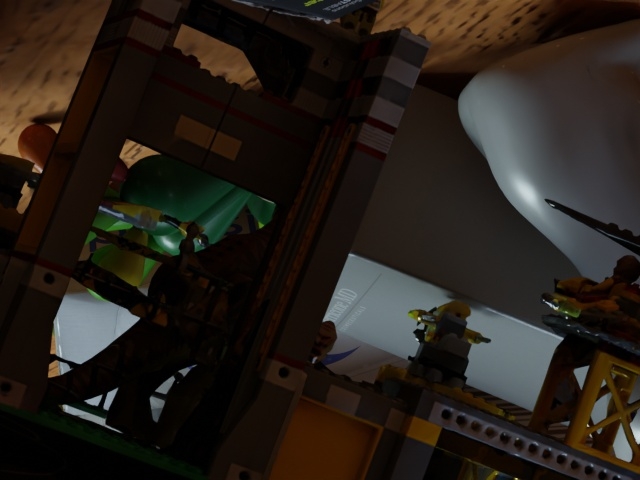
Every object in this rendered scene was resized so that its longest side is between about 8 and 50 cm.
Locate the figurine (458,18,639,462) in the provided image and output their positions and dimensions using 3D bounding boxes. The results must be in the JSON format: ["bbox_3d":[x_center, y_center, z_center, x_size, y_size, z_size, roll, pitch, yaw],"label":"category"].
[{"bbox_3d":[0.163,0.003,0.697,0.092,0.209,0.215,-17,177,-31],"label":"figurine"}]

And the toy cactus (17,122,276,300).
[{"bbox_3d":[-0.047,-0.030,0.833,0.180,0.112,0.219,-33,154,27],"label":"toy cactus"}]

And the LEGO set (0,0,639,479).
[{"bbox_3d":[0.000,0.000,0.656,0.331,0.192,0.255,23,174,-12],"label":"LEGO set"}]

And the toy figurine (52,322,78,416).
[{"bbox_3d":[-0.060,0.075,1.343,0.363,0.191,0.217,6,136,-17],"label":"toy figurine"}]

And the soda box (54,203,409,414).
[{"bbox_3d":[-0.013,0.030,1.013,0.286,0.098,0.091,-3,125,-6],"label":"soda box"}]

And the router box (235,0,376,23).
[{"bbox_3d":[0.025,-0.112,0.391,0.038,0.092,0.122,5,165,-41],"label":"router box"}]

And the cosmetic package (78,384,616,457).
[{"bbox_3d":[0.011,0.242,1.164,0.327,0.329,0.393,-3,130,-13],"label":"cosmetic package"}]

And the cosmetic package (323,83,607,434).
[{"bbox_3d":[0.120,0.025,0.859,0.238,0.107,0.127,19,160,-3],"label":"cosmetic package"}]

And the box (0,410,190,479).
[{"bbox_3d":[-0.295,0.149,0.530,0.480,0.297,0.472,21,177,-44],"label":"box"}]
